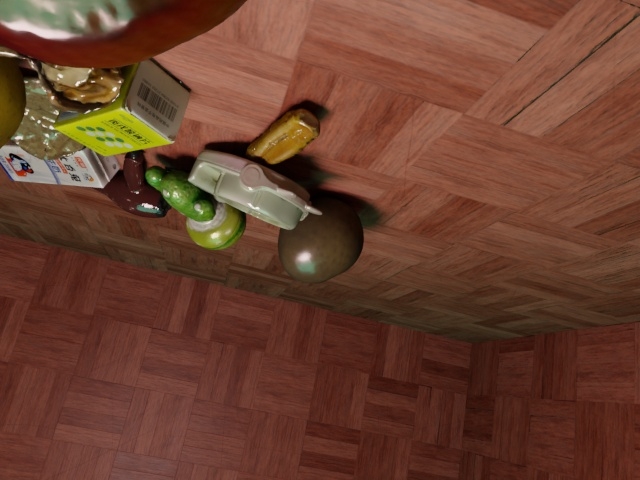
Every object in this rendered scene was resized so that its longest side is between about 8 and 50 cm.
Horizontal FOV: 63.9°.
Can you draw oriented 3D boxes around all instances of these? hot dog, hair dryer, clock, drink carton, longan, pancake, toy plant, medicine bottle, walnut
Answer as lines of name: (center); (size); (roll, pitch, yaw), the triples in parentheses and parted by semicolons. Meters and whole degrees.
hot dog: (-0.087, -0.225, 1.146); (0.083, 0.068, 0.289); (41, 157, -19)
hair dryer: (-0.587, -0.208, 1.501); (0.312, 0.123, 0.340); (24, 150, -4)
clock: (-0.156, -0.119, 1.313); (0.324, 0.108, 0.265); (20, 173, 37)
drink carton: (-0.720, -0.232, 1.397); (0.315, 0.106, 0.130); (5, 139, 16)
longan: (0.000, 0.000, 1.475); (0.258, 0.258, 0.258); (10, 162, 3)
pancake: (-0.661, -0.294, 1.206); (0.242, 0.050, 0.242); (-1, 137, -1)
toy plant: (-0.352, -0.097, 1.468); (0.224, 0.184, 0.316); (33, 175, 30)
medicine bottle: (-0.415, -0.275, 1.071); (0.250, 0.141, 0.137); (-1, 156, 34)
walnut: (-0.448, -0.342, 0.888); (0.204, 0.141, 0.238); (-10, 150, 23)

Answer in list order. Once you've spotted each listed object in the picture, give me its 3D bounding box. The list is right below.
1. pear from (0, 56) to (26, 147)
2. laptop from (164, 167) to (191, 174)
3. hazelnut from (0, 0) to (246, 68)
pear: (-0.675, -0.243, 0.933); (0.191, 0.340, 0.386); (43, 161, -10)
laptop: (-0.401, -0.172, 1.586); (0.129, 0.016, 0.180); (11, 163, 3)
hazelnut: (-0.191, -0.331, 0.478); (0.366, 0.366, 0.366); (10, 162, 3)
